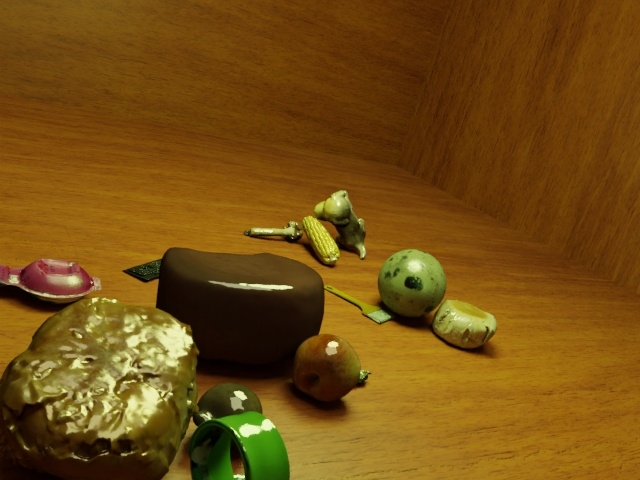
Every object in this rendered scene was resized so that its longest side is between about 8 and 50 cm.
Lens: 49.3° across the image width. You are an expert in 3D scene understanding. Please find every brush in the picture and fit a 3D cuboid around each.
[{"bbox_3d":[0.091,0.159,1.801,0.205,0.011,0.083,27,20,30],"label":"brush"}]

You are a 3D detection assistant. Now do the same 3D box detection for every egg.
[{"bbox_3d":[0.237,0.111,1.824,0.177,0.177,0.228,18,0,1],"label":"egg"}]

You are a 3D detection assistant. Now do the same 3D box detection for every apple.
[{"bbox_3d":[0.011,0.235,1.282,0.126,0.126,0.102,22,24,16],"label":"apple"}]

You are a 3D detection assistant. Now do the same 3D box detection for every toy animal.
[{"bbox_3d":[0.065,-0.064,2.180,0.233,0.121,0.169,56,4,-33],"label":"toy animal"}]

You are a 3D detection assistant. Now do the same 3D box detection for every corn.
[{"bbox_3d":[0.000,0.000,2.074,0.067,0.067,0.206,7,32,-32],"label":"corn"}]

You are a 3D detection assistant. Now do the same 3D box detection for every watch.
[{"bbox_3d":[-0.094,0.308,0.896,0.131,0.152,0.165,5,19,-45],"label":"watch"}]

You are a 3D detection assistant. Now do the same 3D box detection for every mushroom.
[{"bbox_3d":[-0.138,-0.030,2.101,0.187,0.061,0.060,2,-7,-30],"label":"mushroom"}]

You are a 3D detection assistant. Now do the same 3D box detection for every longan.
[{"bbox_3d":[-0.142,0.268,1.061,0.106,0.106,0.119,28,12,32],"label":"longan"}]

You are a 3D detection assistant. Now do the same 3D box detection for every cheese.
[{"bbox_3d":[-0.548,0.074,1.341,0.244,0.062,0.155,8,18,-26],"label":"cheese"}]

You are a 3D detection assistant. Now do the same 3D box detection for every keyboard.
[{"bbox_3d":[-0.376,0.060,1.642,0.074,0.015,0.196,23,17,19],"label":"keyboard"}]

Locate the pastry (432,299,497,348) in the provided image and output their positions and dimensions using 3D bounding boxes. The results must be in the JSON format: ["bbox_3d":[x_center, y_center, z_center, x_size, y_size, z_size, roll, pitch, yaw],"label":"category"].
[{"bbox_3d":[0.364,0.212,1.771,0.165,0.088,0.166,16,18,-5],"label":"pastry"}]

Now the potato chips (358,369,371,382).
[{"bbox_3d":[0.003,0.238,1.426,0.207,0.028,0.092,27,18,26],"label":"potato chips"}]

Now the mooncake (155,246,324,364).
[{"bbox_3d":[-0.170,0.121,1.367,0.333,0.174,0.326,15,15,29],"label":"mooncake"}]

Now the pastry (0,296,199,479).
[{"bbox_3d":[-0.297,0.217,0.961,0.255,0.162,0.311,28,27,-1],"label":"pastry"}]
